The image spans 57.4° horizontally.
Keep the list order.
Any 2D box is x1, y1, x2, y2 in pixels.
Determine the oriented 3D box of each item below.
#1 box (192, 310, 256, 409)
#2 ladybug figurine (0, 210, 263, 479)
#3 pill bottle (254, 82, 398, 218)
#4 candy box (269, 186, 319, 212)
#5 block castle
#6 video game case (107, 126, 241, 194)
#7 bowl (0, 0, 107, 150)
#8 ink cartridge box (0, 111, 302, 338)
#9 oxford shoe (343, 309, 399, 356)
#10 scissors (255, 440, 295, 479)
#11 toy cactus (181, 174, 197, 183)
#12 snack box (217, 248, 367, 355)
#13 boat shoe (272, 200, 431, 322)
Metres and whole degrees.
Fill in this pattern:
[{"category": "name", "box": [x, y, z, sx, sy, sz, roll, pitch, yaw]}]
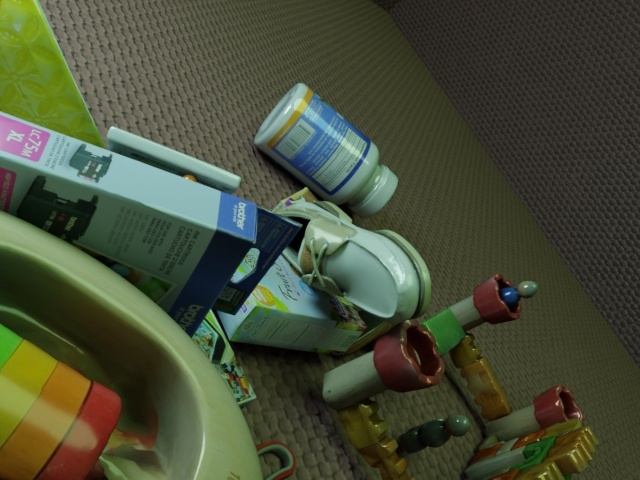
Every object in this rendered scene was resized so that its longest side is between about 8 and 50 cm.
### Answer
[{"category": "box", "box": [-0.168, 0.114, 0.682, 0.114, 0.036, 0.207, -4, 58, -55]}, {"category": "ladybug figurine", "box": [-0.247, 0.134, 0.423, 0.449, 0.162, 0.305, 40, 31, -14]}, {"category": "pill bottle", "box": [0.018, -0.166, 1.151, 0.272, 0.152, 0.152, 37, 31, -19]}, {"category": "candy box", "box": [0.000, 0.000, 1.029, 0.187, 0.053, 0.109, 50, 29, 2]}, {"category": "block castle", "box": [0.239, 0.231, 0.860, 0.453, 0.213, 0.303, -10, 70, -56]}, {"category": "video game case", "box": [-0.187, -0.090, 0.737, 0.157, 0.143, 0.019, 21, 81, -16]}, {"category": "bowl", "box": [-0.368, -0.200, 0.645, 0.156, 0.289, 0.289, -25, 69, -15]}, {"category": "ink cartridge box", "box": [-0.193, 0.007, 0.568, 0.311, 0.186, 0.065, 18, 43, -24]}, {"category": "oxford shoe", "box": [0.087, 0.149, 0.954, 0.212, 0.076, 0.076, -22, 110, -50]}, {"category": "scissors", "box": [-0.104, 0.293, 0.574, 0.297, 0.021, 0.109, -11, 65, -56]}, {"category": "toy cactus", "box": [-0.211, -0.047, 0.750, 0.219, 0.112, 0.180, 16, 10, 1]}, {"category": "snack box", "box": [-0.057, 0.068, 0.822, 0.207, 0.070, 0.174, 16, 30, -42]}, {"category": "boat shoe", "box": [0.020, 0.026, 0.760, 0.103, 0.113, 0.302, -3, 18, -28]}]
